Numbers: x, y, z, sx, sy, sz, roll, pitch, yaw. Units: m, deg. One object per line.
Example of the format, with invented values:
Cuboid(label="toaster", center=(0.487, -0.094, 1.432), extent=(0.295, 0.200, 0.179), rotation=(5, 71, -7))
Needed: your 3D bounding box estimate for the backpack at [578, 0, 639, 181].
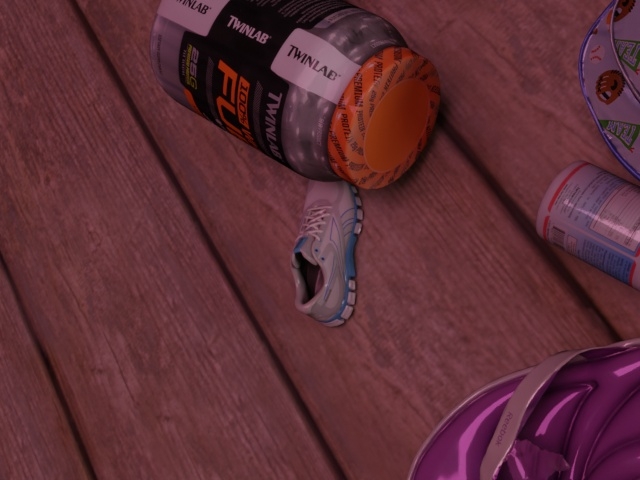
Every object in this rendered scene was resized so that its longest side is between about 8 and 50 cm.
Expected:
Cuboid(label="backpack", center=(0.360, -0.152, 0.727), extent=(0.263, 0.213, 0.277), rotation=(-46, 58, 38))

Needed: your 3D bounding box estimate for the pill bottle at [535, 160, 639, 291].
Cuboid(label="pill bottle", center=(0.290, -0.006, 0.811), extent=(0.160, 0.087, 0.087), rotation=(33, 98, 32))

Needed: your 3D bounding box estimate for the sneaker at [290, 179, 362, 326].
Cuboid(label="sneaker", center=(0.000, 0.000, 0.998), extent=(0.071, 0.083, 0.191), rotation=(-10, 73, 32))

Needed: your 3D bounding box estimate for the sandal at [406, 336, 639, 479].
Cuboid(label="sandal", center=(0.236, 0.176, 0.797), extent=(0.416, 0.102, 0.169), rotation=(-34, 64, 23))

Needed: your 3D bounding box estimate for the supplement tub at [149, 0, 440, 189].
Cuboid(label="supplement tub", center=(-0.032, -0.191, 0.992), extent=(0.316, 0.193, 0.194), rotation=(32, 97, 34))
